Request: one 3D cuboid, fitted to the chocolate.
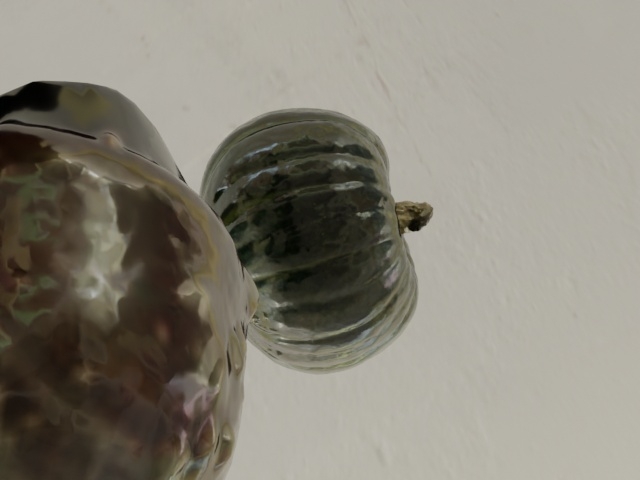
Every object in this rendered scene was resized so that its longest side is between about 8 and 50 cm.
[{"bbox_3d":[-0.169,0.109,0.719,0.340,0.210,0.225,-41,-44,12],"label":"chocolate"}]

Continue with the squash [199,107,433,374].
[{"bbox_3d":[-0.005,0.000,1.254,0.172,0.218,0.218,-23,-70,-18],"label":"squash"}]
